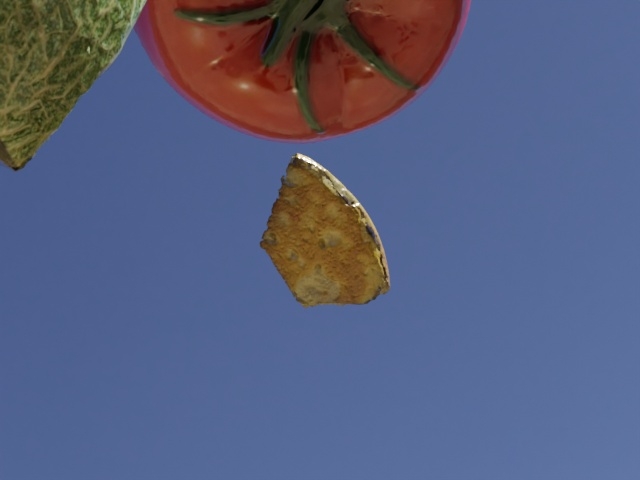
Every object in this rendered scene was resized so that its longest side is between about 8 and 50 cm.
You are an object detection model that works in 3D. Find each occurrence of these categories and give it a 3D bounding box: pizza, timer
[{"bbox_3d":[0.000,0.000,1.491,0.099,0.036,0.160,-35,-76,0],"label":"pizza"},{"bbox_3d":[-0.026,-0.298,1.748,0.378,0.279,0.378,-5,-62,-9],"label":"timer"}]

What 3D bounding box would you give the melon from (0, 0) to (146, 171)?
[{"bbox_3d":[-0.107,-0.103,0.412,0.128,0.160,0.079,-41,-32,-24],"label":"melon"}]
